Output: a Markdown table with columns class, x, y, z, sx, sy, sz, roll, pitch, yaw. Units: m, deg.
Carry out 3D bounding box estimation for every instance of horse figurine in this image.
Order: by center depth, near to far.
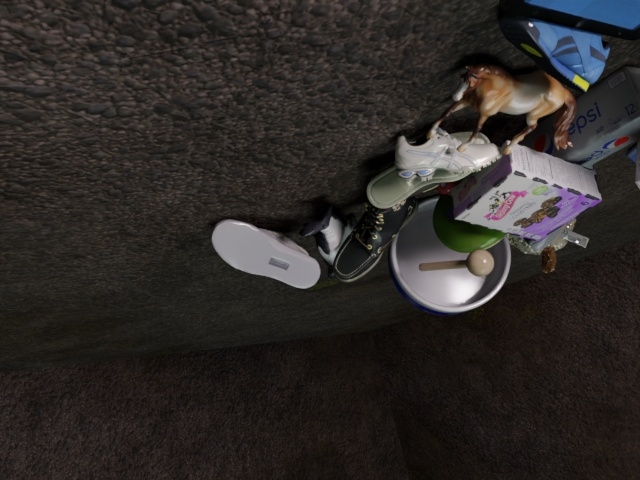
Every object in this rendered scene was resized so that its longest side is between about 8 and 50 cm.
| class | x | y | z | sx | sy | sz | roll | pitch | yaw |
| --- | --- | --- | --- | --- | --- | --- | --- | --- | --- |
| horse figurine | 0.286 | -0.198 | 0.948 | 0.263 | 0.066 | 0.174 | 1 | 148 | -20 |

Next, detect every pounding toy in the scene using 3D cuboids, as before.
| class | x | y | z | sx | sy | sz | roll | pitch | yaw |
| --- | --- | --- | --- | --- | --- | --- | --- | --- | --- |
| pounding toy | 0.280 | -0.055 | 1.258 | 0.183 | 0.237 | 0.110 | 5 | 155 | 43 |

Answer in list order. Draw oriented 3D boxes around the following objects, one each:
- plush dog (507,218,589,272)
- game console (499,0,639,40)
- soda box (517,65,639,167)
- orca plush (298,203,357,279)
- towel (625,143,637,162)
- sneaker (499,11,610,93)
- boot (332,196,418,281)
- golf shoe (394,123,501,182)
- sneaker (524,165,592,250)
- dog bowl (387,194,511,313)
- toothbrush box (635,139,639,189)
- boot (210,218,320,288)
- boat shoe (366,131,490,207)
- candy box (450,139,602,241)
| class | x | y | z | sx | sy | sz | roll | pitch | yaw |
| --- | --- | --- | --- | --- | --- | --- | --- | --- | --- |
| plush dog | 0.528 | -0.042 | 1.584 | 0.262 | 0.211 | 0.225 | -16 | -172 | 5 |
| game console | 0.383 | -0.258 | 0.631 | 0.293 | 0.250 | 0.173 | -4 | 126 | -34 |
| soda box | 0.463 | -0.188 | 1.117 | 0.098 | 0.091 | 0.286 | -4 | 162 | -29 |
| orca plush | 0.000 | 0.000 | 1.373 | 0.102 | 0.151 | 0.287 | 14 | 178 | 20 |
| towel | 0.780 | -0.175 | 1.302 | 0.034 | 0.209 | 0.285 | -53 | 172 | -12 |
| sneaker | 0.300 | -0.259 | 0.796 | 0.209 | 0.069 | 0.082 | 15 | 114 | -43 |
| boot | 0.100 | -0.031 | 1.254 | 0.236 | 0.085 | 0.178 | -47 | 162 | -5 |
| golf shoe | 0.207 | -0.150 | 1.034 | 0.176 | 0.086 | 0.069 | -10 | -162 | 0 |
| sneaker | 0.471 | -0.118 | 1.366 | 0.101 | 0.153 | 0.269 | -22 | 138 | -42 |
| dog bowl | 0.287 | 0.036 | 1.438 | 0.264 | 0.265 | 0.104 | -13 | 168 | -3 |
| toothbrush box | 0.660 | -0.162 | 1.064 | 0.206 | 0.122 | 0.283 | -26 | -160 | 40 |
| boot | -0.125 | 0.017 | 1.326 | 0.258 | 0.123 | 0.095 | 29 | 98 | -29 |
| boat shoe | 0.187 | -0.130 | 1.120 | 0.227 | 0.081 | 0.069 | -24 | -173 | 11 |
| candy box | 0.361 | -0.082 | 1.128 | 0.196 | 0.070 | 0.165 | 13 | 148 | -21 |
